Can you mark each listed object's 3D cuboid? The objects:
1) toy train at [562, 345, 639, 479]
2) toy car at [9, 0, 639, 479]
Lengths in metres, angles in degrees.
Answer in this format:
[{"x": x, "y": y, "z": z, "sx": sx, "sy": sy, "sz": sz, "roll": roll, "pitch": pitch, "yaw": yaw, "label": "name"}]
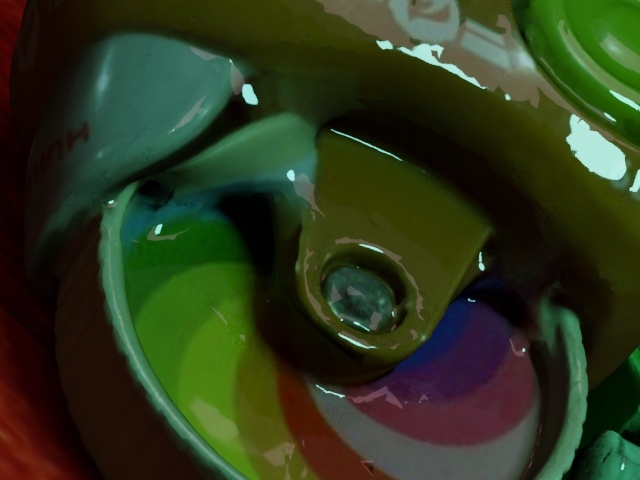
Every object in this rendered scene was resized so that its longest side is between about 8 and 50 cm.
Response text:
[{"x": 0.182, "y": 0.120, "z": 0.683, "sx": 0.251, "sy": 0.085, "sz": 0.119, "roll": 30, "pitch": 15, "yaw": -19, "label": "toy train"}, {"x": 0.000, "y": 0.000, "z": 0.590, "sx": 0.235, "sy": 0.145, "sz": 0.235, "roll": 16, "pitch": 48, "yaw": -18, "label": "toy car"}]
